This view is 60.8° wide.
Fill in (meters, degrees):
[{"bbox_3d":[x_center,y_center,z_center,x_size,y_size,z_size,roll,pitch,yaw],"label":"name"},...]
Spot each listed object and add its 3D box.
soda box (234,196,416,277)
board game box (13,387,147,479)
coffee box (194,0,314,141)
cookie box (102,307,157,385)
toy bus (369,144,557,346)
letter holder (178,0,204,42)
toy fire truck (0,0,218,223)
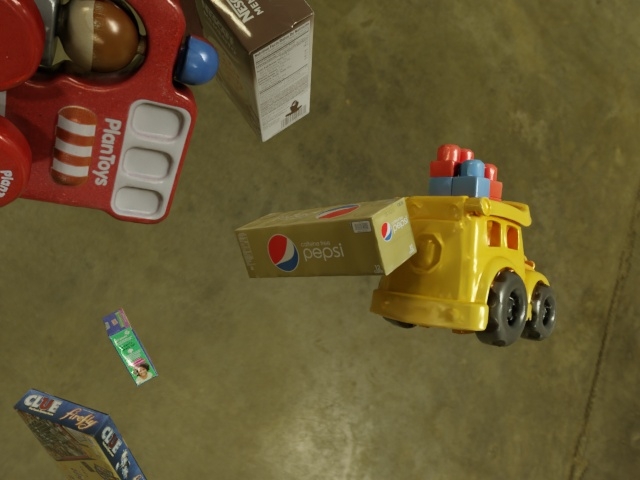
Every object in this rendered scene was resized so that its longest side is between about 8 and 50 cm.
[{"bbox_3d":[0.000,0.000,0.553,0.061,0.181,0.058,-30,110,-47],"label":"soda box"},{"bbox_3d":[-0.401,0.361,0.937,0.165,0.243,0.042,11,42,18],"label":"board game box"},{"bbox_3d":[-0.088,-0.263,0.756,0.098,0.246,0.141,-35,79,-10],"label":"coffee box"},{"bbox_3d":[-0.328,0.182,0.938,0.040,0.092,0.107,-29,115,-18],"label":"cookie box"},{"bbox_3d":[0.174,0.004,0.624,0.220,0.149,0.211,9,85,-47],"label":"toy bus"},{"bbox_3d":[-0.201,-0.512,1.071,0.214,0.302,0.152,20,47,-6],"label":"letter holder"},{"bbox_3d":[-0.244,-0.156,0.543,0.254,0.302,0.169,8,37,-27],"label":"toy fire truck"}]
